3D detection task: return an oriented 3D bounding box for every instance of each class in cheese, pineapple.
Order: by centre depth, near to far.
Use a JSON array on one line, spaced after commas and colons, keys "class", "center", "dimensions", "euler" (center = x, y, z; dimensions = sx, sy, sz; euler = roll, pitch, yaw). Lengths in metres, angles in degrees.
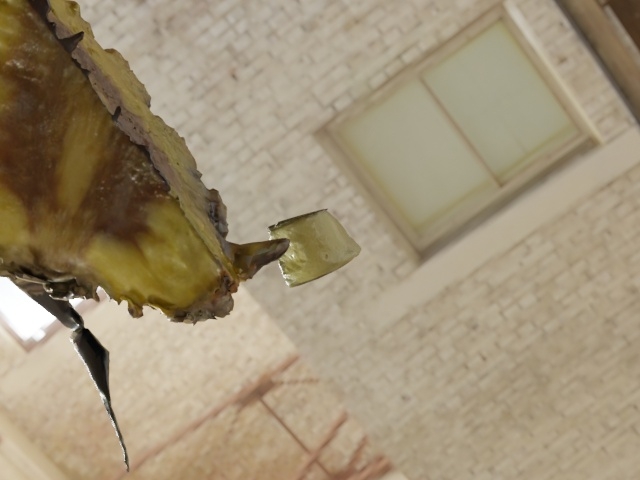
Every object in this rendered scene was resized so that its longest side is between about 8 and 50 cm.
[{"class": "pineapple", "center": [-0.166, -0.045, 0.865], "dimensions": [0.158, 0.334, 0.161], "euler": [-44, 179, 4]}, {"class": "cheese", "center": [0.001, -0.001, 1.240], "dimensions": [0.084, 0.060, 0.041], "euler": [-24, -176, -34]}]
